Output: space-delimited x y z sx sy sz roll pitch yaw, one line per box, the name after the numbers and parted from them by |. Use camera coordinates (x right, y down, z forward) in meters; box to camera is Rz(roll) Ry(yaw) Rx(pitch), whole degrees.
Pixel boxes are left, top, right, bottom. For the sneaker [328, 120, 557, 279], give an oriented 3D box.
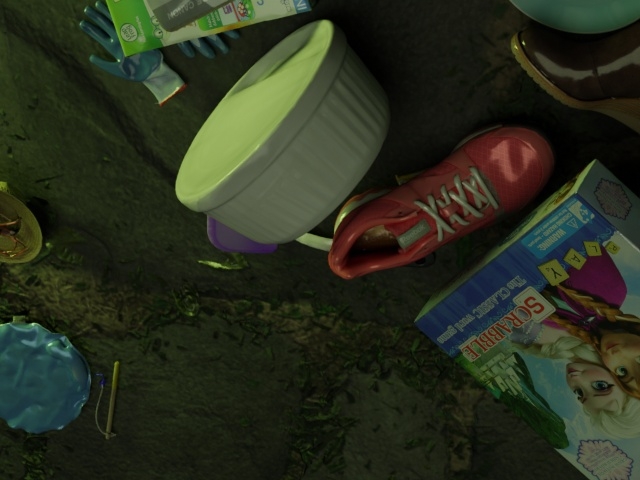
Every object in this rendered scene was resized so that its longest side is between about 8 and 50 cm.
0.142 -0.030 1.936 0.314 0.136 0.116 -28 103 27 | sneaker

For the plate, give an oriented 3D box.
0.285 -0.304 1.806 0.188 0.024 0.188 13 145 9 | plate

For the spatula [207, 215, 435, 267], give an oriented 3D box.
0.000 0.000 2.082 0.296 0.030 0.084 11 121 11 | spatula

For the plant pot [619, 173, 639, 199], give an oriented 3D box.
0.351 0.033 1.911 0.167 0.188 0.187 -41 99 19 | plant pot

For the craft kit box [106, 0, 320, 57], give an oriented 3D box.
-0.153 -0.362 1.910 0.246 0.061 0.250 -11 109 17 | craft kit box

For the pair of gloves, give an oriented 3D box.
-0.201 -0.261 2.013 0.198 0.023 0.159 -39 99 29 | pair of gloves

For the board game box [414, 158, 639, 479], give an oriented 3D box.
0.310 0.109 1.772 0.318 0.066 0.318 41 139 -4 | board game box

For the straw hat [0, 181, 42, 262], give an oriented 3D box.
-0.423 -0.041 2.177 0.144 0.061 0.144 11 137 11 | straw hat

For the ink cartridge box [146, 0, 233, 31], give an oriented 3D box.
-0.097 -0.416 1.769 0.309 0.130 0.272 -23 106 23 | ink cartridge box

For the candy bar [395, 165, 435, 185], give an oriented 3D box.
0.164 -0.083 1.993 0.161 0.018 0.040 -17 107 25 | candy bar

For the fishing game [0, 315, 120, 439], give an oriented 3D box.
-0.412 0.188 2.310 0.264 0.041 0.189 8 120 4 | fishing game

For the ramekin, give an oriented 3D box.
-0.035 -0.117 1.905 0.127 0.273 0.273 39 122 -20 | ramekin

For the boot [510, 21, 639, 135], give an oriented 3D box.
0.361 -0.225 1.809 0.248 0.090 0.207 27 127 -10 | boot
